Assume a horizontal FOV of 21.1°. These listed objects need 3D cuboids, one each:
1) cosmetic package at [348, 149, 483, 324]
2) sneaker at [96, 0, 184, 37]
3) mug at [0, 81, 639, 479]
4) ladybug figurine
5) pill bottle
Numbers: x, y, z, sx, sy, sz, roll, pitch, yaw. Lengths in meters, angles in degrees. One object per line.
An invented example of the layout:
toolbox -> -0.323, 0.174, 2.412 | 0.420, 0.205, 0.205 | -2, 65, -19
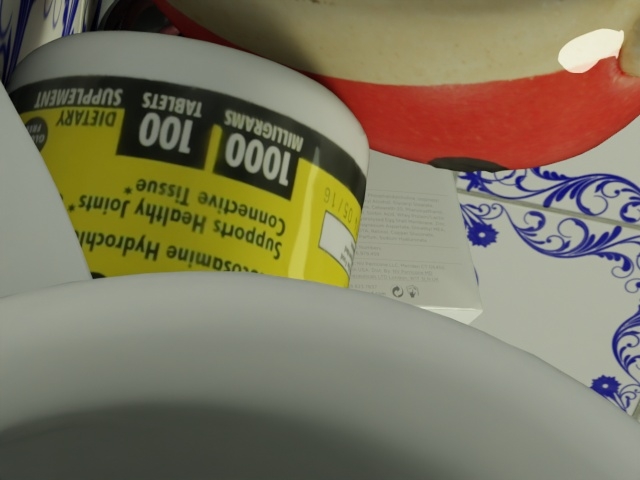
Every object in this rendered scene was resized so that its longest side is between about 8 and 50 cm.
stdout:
cosmetic package -> 0.000, 0.000, 1.351 | 0.224, 0.138, 0.225 | -47, -132, 52
sneaker -> -0.044, -0.188, 1.166 | 0.281, 0.106, 0.162 | -53, -159, 11
mug -> -0.063, 0.126, 0.458 | 0.328, 0.276, 0.374 | 133, -61, -74
ladybug figurine -> 0.046, -0.164, 0.957 | 0.449, 0.305, 0.162 | 43, -34, 49
pill bottle -> -0.092, 0.086, 0.814 | 0.188, 0.187, 0.334 | 111, -10, -72
